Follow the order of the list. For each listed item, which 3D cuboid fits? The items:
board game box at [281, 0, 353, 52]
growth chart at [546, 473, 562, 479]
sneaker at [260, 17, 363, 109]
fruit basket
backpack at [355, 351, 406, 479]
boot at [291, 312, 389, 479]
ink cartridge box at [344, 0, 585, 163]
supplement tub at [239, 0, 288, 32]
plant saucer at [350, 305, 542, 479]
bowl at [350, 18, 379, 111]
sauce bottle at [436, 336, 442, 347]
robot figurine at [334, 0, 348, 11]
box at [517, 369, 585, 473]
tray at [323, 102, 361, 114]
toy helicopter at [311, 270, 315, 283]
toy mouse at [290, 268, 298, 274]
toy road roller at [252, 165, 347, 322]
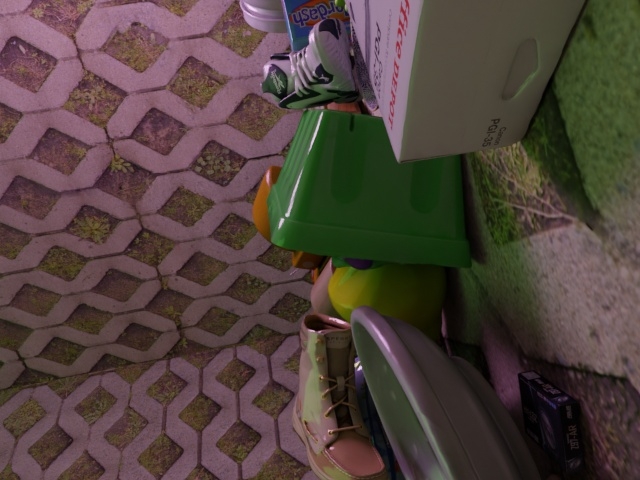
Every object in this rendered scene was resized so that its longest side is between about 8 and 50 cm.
[{"bbox_3d":[0.014,-0.406,0.907,0.047,0.160,0.210,93,165,-73],"label":"board game box"},{"bbox_3d":[0.246,0.289,0.449,0.237,0.021,0.171,88,171,-79],"label":"growth chart"},{"bbox_3d":[-0.025,-0.247,0.827,0.235,0.153,0.093,-37,-63,-77],"label":"sneaker"},{"bbox_3d":[0.061,0.004,0.816,0.392,0.283,0.391,-173,90,-82],"label":"fruit basket"},{"bbox_3d":[0.104,0.338,1.030,0.290,0.274,0.355,-26,87,49],"label":"backpack"},{"bbox_3d":[0.029,0.236,0.850,0.262,0.095,0.203,-148,61,-66],"label":"boot"},{"bbox_3d":[0.095,-0.242,0.483,0.207,0.117,0.282,87,172,-61],"label":"ink cartridge box"},{"bbox_3d":[-0.081,-0.617,1.113,0.331,0.241,0.240,85,174,-50],"label":"supplement tub"},{"bbox_3d":[0.154,0.247,0.625,0.400,0.101,0.400,159,90,-85],"label":"plant saucer"},{"bbox_3d":[0.094,-0.259,0.728,0.170,0.080,0.169,169,90,-86],"label":"bowl"},{"bbox_3d":[0.171,0.122,0.946,0.042,0.042,0.128,88,173,-65],"label":"sauce bottle"},{"bbox_3d":[0.060,-0.396,0.818,0.101,0.067,0.115,44,131,34],"label":"robot figurine"},{"bbox_3d":[0.219,0.170,0.534,0.083,0.018,0.067,-128,28,-81],"label":"box"},{"bbox_3d":[0.044,-0.142,1.337,0.202,0.076,0.410,-95,6,-58],"label":"tray"},{"bbox_3d":[0.057,-0.009,1.893,0.355,0.140,0.234,110,160,-61],"label":"toy helicopter"},{"bbox_3d":[0.000,0.000,1.258,0.031,0.161,0.143,68,-173,-61],"label":"toy mouse"},{"bbox_3d":[-0.008,-0.013,1.087,0.202,0.241,0.329,119,156,-52],"label":"toy road roller"}]
